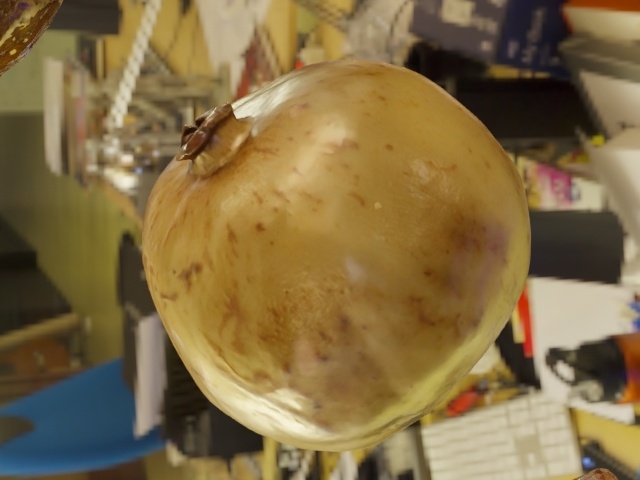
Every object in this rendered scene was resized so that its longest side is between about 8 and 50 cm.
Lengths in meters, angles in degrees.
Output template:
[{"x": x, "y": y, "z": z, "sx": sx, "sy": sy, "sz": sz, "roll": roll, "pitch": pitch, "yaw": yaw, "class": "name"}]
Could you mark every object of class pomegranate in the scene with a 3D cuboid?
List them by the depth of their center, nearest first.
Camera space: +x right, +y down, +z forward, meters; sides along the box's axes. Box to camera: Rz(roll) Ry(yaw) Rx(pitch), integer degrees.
[{"x": 0.000, "y": 0.000, "z": 0.782, "sx": 0.215, "sy": 0.215, "sz": 0.215, "roll": 177, "pitch": 90, "yaw": -68, "class": "pomegranate"}]

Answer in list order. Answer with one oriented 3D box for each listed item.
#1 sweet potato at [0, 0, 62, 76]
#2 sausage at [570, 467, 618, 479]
[{"x": -0.199, "y": -0.048, "z": 0.494, "sx": 0.097, "sy": 0.251, "sz": 0.097, "roll": 50, "pitch": 171, "yaw": 11, "class": "sweet potato"}, {"x": 0.121, "y": 0.209, "z": 0.904, "sx": 0.186, "sy": 0.043, "sz": 0.043, "roll": -48, "pitch": 44, "yaw": 28, "class": "sausage"}]
